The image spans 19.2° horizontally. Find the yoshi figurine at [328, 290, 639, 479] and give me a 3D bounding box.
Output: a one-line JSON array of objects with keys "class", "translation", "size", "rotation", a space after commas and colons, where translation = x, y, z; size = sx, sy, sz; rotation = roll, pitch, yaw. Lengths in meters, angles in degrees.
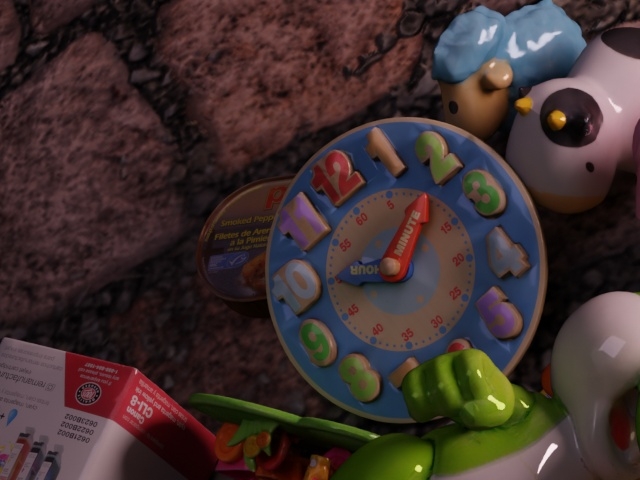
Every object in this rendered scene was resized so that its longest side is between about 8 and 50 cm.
[{"class": "yoshi figurine", "translation": [0.137, 0.140, 1.044], "size": [0.362, 0.203, 0.203], "rotation": [-37, 64, 0]}]

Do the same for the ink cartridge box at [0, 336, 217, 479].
[{"class": "ink cartridge box", "translation": [-0.177, 0.179, 1.288], "size": [0.128, 0.127, 0.176], "rotation": [10, 66, 34]}]

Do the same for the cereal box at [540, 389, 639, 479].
[{"class": "cereal box", "translation": [0.121, 0.218, 1.145], "size": [0.240, 0.047, 0.173], "rotation": [-45, 49, -5]}]

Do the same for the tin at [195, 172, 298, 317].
[{"class": "tin", "translation": [0.000, 0.000, 1.370], "size": [0.189, 0.040, 0.106], "rotation": [-7, 60, 26]}]

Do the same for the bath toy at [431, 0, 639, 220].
[{"class": "bath toy", "translation": [0.236, -0.064, 1.218], "size": [0.348, 0.129, 0.151], "rotation": [24, 73, 38]}]

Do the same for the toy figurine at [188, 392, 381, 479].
[{"class": "toy figurine", "translation": [-0.031, 0.193, 1.207], "size": [0.173, 0.130, 0.159], "rotation": [2, 71, 50]}]

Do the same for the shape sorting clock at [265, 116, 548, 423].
[{"class": "shape sorting clock", "translation": [0.053, 0.020, 1.273], "size": [0.206, 0.040, 0.206], "rotation": [-3, 83, 29]}]
